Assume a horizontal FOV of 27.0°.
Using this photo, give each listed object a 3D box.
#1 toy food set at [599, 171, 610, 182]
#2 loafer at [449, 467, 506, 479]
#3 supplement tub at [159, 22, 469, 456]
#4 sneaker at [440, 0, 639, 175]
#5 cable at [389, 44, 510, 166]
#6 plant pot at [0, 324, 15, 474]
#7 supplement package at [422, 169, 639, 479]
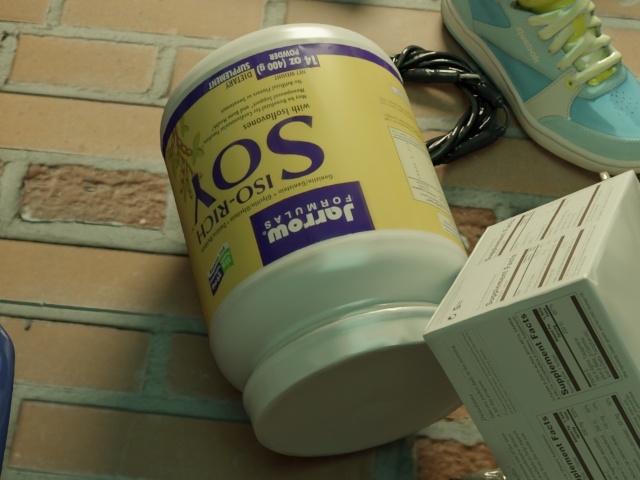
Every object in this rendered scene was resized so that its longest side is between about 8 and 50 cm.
[{"bbox_3d":[0.447,-0.002,1.304,0.306,0.092,0.220,-10,59,-9],"label":"toy food set"},{"bbox_3d":[0.158,0.338,1.075,0.111,0.112,0.319,-15,52,-6],"label":"loafer"},{"bbox_3d":[0.000,0.000,1.193,0.241,0.241,0.331,-12,59,-10],"label":"supplement tub"},{"bbox_3d":[0.248,-0.223,1.363,0.127,0.208,0.319,-33,65,-22],"label":"sneaker"},{"bbox_3d":[0.097,-0.139,1.398,0.184,0.047,0.151,-24,62,-16],"label":"cable"},{"bbox_3d":[-0.394,0.141,1.103,0.235,0.212,0.236,1,58,-3],"label":"plant pot"},{"bbox_3d":[0.229,0.115,1.075,0.262,0.145,0.204,60,31,-13],"label":"supplement package"}]
